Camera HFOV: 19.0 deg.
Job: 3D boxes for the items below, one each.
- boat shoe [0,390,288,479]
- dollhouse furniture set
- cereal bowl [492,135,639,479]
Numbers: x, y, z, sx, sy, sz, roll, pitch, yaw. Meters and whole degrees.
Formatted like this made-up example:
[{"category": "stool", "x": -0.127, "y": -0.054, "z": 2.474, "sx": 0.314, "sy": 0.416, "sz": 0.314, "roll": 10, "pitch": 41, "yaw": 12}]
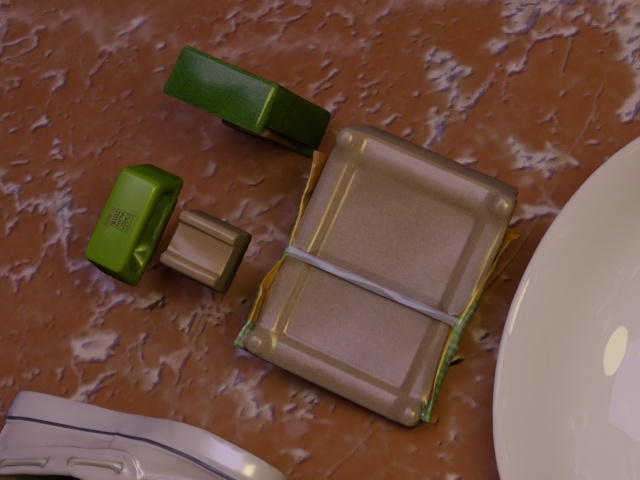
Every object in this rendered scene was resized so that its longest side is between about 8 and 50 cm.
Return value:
[{"category": "boat shoe", "x": -0.140, "y": 0.180, "z": 1.434, "sx": 0.258, "sy": 0.095, "sz": 0.084, "roll": 7, "pitch": 65, "yaw": 38}, {"category": "dollhouse furniture set", "x": 0.000, "y": 0.000, "z": 1.501, "sx": 0.301, "sy": 0.151, "sz": 0.197, "roll": 25, "pitch": 91, "yaw": 15}, {"category": "cereal bowl", "x": 0.276, "y": 0.089, "z": 1.242, "sx": 0.339, "sy": 0.141, "sz": 0.339, "roll": -29, "pitch": 50, "yaw": 42}]
